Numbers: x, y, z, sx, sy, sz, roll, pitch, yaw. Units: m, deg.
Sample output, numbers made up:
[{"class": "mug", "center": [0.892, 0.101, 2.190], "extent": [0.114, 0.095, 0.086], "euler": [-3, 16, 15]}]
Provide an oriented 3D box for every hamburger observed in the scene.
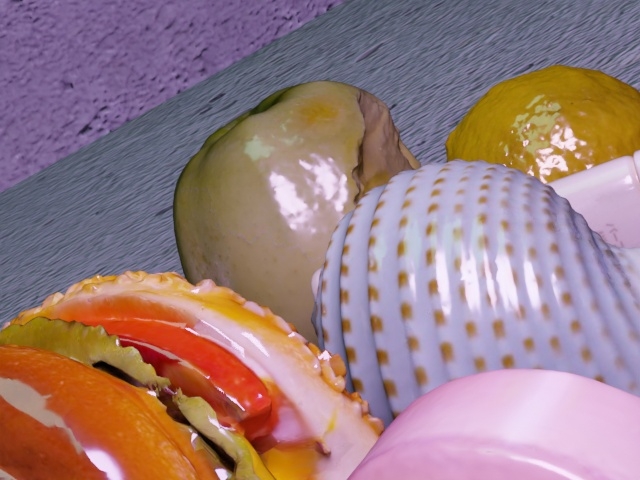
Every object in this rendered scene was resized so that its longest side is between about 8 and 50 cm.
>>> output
[{"class": "hamburger", "center": [-0.113, 0.185, 1.132], "extent": [0.330, 0.330, 0.250], "euler": [-11, 6, 40]}]

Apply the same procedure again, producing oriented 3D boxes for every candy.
[{"class": "candy", "center": [0.123, 0.186, 0.978], "extent": [0.255, 0.255, 0.094], "euler": [-12, 23, 38]}]

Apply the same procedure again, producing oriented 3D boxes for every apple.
[{"class": "apple", "center": [0.000, 0.000, 1.680], "extent": [0.279, 0.279, 0.279], "euler": [-24, 18, 8]}]

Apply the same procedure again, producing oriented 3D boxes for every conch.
[{"class": "conch", "center": [0.153, 0.083, 1.243], "extent": [0.319, 0.215, 0.303], "euler": [27, 7, 23]}]

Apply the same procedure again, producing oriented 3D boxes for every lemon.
[{"class": "lemon", "center": [0.197, -0.048, 1.603], "extent": [0.192, 0.192, 0.231], "euler": [-29, 16, -9]}]

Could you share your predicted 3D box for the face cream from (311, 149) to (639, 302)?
[{"class": "face cream", "center": [0.182, 0.027, 1.454], "extent": [0.348, 0.173, 0.081], "euler": [-21, 39, 17]}]
